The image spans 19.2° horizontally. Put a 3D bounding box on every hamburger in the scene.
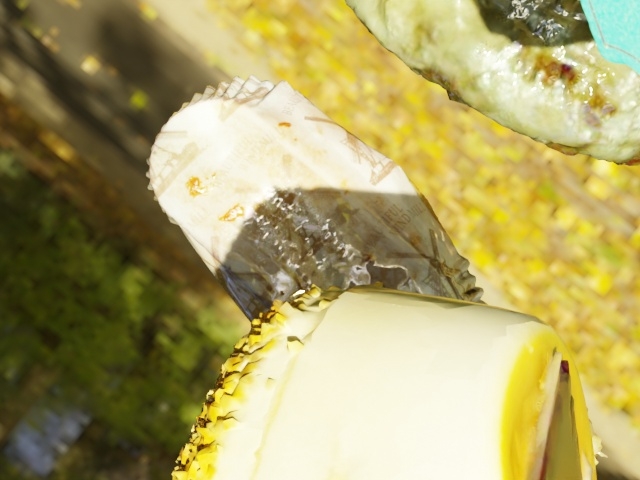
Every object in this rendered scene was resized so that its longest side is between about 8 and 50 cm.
[{"bbox_3d":[0.024,0.157,0.825,0.179,0.294,0.276,-2,126,16],"label":"hamburger"}]

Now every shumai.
[{"bbox_3d":[0.222,-0.300,1.702,0.395,0.348,0.395,21,-158,-9],"label":"shumai"}]

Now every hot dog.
[{"bbox_3d":[0.000,0.000,1.269,0.268,0.144,0.075,46,-179,6],"label":"hot dog"}]

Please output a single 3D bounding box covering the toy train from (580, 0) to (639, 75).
[{"bbox_3d":[0.216,-0.163,0.990,0.198,0.107,0.154,1,123,45],"label":"toy train"}]
